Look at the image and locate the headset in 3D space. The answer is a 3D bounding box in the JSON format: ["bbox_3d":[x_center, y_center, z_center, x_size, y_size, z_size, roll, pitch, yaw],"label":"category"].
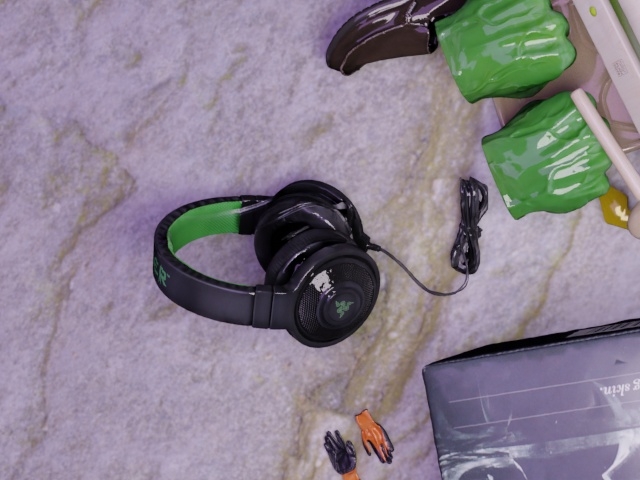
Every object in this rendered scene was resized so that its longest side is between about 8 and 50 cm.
[{"bbox_3d":[0.000,0.000,1.848,0.394,0.243,0.185,3,118,-10],"label":"headset"}]

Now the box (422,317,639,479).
[{"bbox_3d":[0.404,0.316,1.676,0.479,0.297,0.472,-12,87,17],"label":"box"}]

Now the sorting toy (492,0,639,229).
[{"bbox_3d":[0.330,-0.152,1.844,0.229,0.041,0.307,-18,83,12],"label":"sorting toy"}]

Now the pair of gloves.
[{"bbox_3d":[0.048,0.258,1.937,0.083,0.010,0.074,-32,81,17],"label":"pair of gloves"}]

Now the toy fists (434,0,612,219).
[{"bbox_3d":[0.247,-0.166,1.797,0.142,0.096,0.279,-22,84,19],"label":"toy fists"}]

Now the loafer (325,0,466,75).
[{"bbox_3d":[0.106,-0.258,1.891,0.220,0.080,0.078,-31,76,15],"label":"loafer"}]

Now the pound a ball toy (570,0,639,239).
[{"bbox_3d":[0.382,-0.188,1.709,0.208,0.135,0.319,-25,88,-29],"label":"pound a ball toy"}]
